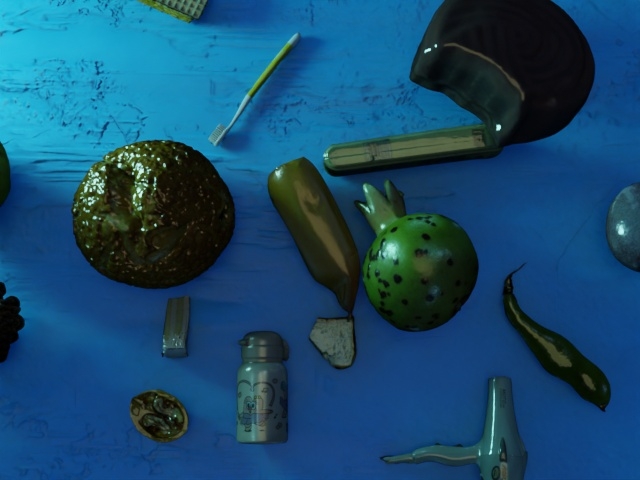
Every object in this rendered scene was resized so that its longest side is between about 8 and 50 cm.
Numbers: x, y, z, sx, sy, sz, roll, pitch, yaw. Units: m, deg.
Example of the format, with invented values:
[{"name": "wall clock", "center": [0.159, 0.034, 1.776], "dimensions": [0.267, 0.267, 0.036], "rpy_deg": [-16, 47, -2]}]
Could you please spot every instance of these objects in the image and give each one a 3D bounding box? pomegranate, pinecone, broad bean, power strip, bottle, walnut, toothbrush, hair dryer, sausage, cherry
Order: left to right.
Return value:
[{"name": "pinecone", "center": [-0.661, 0.152, 1.778], "dimensions": [0.208, 0.208, 0.207], "rpy_deg": [0, 82, -1]}, {"name": "walnut", "center": [-0.302, 0.331, 1.826], "dimensions": [0.121, 0.052, 0.091], "rpy_deg": [31, 84, 5]}, {"name": "toothbrush", "center": [-0.131, -0.307, 1.932], "dimensions": [0.024, 0.021, 0.288], "rpy_deg": [38, 83, -6]}, {"name": "bottle", "center": [-0.103, 0.275, 1.817], "dimensions": [0.110, 0.097, 0.209], "rpy_deg": [6, 80, -33]}, {"name": "sausage", "center": [0.004, -0.001, 1.850], "dimensions": [0.112, 0.112, 0.328], "rpy_deg": [-26, 83, -4]}, {"name": "pomegranate", "center": [0.165, 0.041, 1.819], "dimensions": [0.231, 0.231, 0.286], "rpy_deg": [-38, 44, -6]}, {"name": "power strip", "center": [0.199, -0.175, 1.885], "dimensions": [0.388, 0.092, 0.066], "rpy_deg": [-9, 83, -2]}, {"name": "hair dryer", "center": [0.272, 0.352, 1.830], "dimensions": [0.267, 0.092, 0.229], "rpy_deg": [17, 74, 11]}, {"name": "broad bean", "center": [0.451, 0.197, 1.857], "dimensions": [0.098, 0.056, 0.318], "rpy_deg": [-32, 82, -5]}, {"name": "cherry", "center": [0.626, -0.020, 1.850], "dimensions": [0.176, 0.140, 0.176], "rpy_deg": [-2, 58, 4]}]

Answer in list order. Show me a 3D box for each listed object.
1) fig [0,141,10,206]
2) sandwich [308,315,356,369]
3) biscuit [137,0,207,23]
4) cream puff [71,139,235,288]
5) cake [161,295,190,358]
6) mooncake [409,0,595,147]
[{"name": "fig", "center": [-0.708, -0.134, 1.775], "dimensions": [0.240, 0.271, 0.239], "rpy_deg": [-3, 76, 11]}, {"name": "sandwich", "center": [0.024, 0.198, 1.858], "dimensions": [0.093, 0.036, 0.104], "rpy_deg": [-6, 84, -3]}, {"name": "biscuit", "center": [-0.397, -0.547, 1.944], "dimensions": [0.379, 0.054, 0.094], "rpy_deg": [23, 81, 2]}, {"name": "cream puff", "center": [-0.317, -0.050, 1.800], "dimensions": [0.303, 0.212, 0.303], "rpy_deg": [0, 86, 3]}, {"name": "cake", "center": [-0.278, 0.167, 1.862], "dimensions": [0.052, 0.065, 0.121], "rpy_deg": [1, 59, -1]}, {"name": "mooncake", "center": [0.339, -0.344, 1.828], "dimensions": [0.334, 0.174, 0.325], "rpy_deg": [-11, 65, -21]}]
